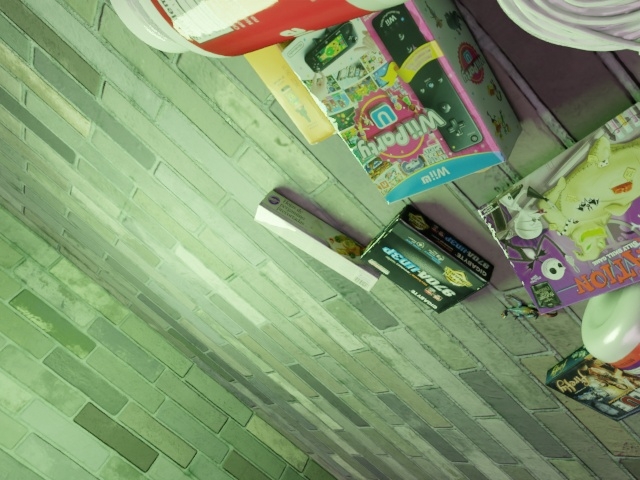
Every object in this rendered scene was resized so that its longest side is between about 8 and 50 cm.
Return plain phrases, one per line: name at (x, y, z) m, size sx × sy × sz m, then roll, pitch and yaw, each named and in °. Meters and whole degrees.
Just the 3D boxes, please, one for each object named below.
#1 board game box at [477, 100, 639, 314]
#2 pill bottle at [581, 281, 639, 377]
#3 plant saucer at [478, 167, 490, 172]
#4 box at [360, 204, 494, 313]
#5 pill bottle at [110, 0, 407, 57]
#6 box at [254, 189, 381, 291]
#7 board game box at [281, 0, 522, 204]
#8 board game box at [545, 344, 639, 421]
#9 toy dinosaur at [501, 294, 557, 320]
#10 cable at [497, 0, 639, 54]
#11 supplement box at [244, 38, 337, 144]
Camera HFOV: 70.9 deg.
board game box at (0.405, -0.043, 0.630) m, size 0.208 × 0.056 × 0.347 m, roll 59°, pitch 144°, yaw 10°
pill bottle at (0.592, 0.158, 0.671) m, size 0.323 × 0.181 × 0.181 m, roll 24°, pitch 142°, yaw 14°
plant saucer at (0.249, -0.146, 0.739) m, size 0.083 × 0.013 × 0.083 m, roll 21°, pitch 141°, yaw 19°
box at (0.216, 0.045, 0.941) m, size 0.220 × 0.051 × 0.175 m, roll 36°, pitch 143°, yaw -2°
pill bottle at (-0.078, -0.344, 0.512) m, size 0.408 × 0.229 × 0.229 m, roll 6°, pitch 135°, yaw 42°
box at (0.000, 0.000, 1.045) m, size 0.324 × 0.063 × 0.067 m, roll 31°, pitch 141°, yaw 5°
board game box at (0.120, -0.225, 0.674) m, size 0.224 × 0.097 × 0.303 m, roll -19°, pitch 116°, yaw 48°
board game box at (0.598, 0.271, 0.905) m, size 0.165 × 0.042 × 0.243 m, roll 26°, pitch 142°, yaw 11°
toy dinosaur at (0.414, 0.150, 0.917) m, size 0.090 × 0.047 × 0.082 m, roll 27°, pitch 162°, yaw -7°
cable at (0.300, -0.325, 0.446) m, size 0.257 × 0.089 × 0.257 m, roll 18°, pitch 139°, yaw 22°
supplement box at (-0.043, -0.282, 0.761) m, size 0.078 × 0.080 × 0.233 m, roll -15°, pitch 119°, yaw 47°
